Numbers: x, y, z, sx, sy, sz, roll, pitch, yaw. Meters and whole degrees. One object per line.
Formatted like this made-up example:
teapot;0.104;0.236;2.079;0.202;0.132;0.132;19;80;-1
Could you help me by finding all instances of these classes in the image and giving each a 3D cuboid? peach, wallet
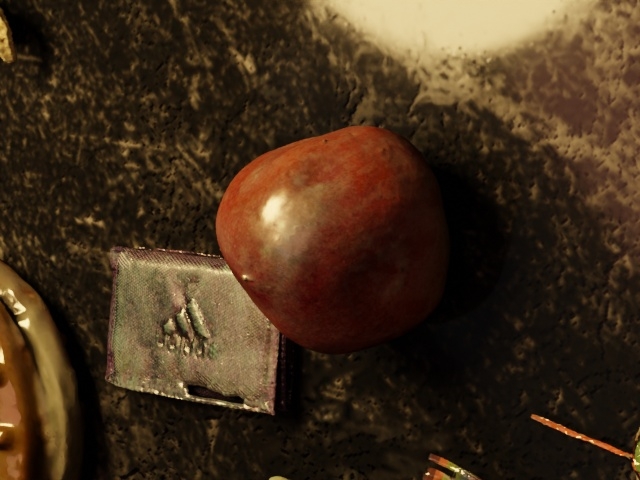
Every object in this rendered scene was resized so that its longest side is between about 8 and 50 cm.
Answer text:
peach;0.000;0.000;0.787;0.152;0.152;0.152;4;98;32
wallet;-0.092;0.065;0.920;0.166;0.030;0.111;6;94;30

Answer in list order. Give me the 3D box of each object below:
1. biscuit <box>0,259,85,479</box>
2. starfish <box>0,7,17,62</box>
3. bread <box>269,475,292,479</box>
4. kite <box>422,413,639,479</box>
biscuit;-0.338;0.152;1.042;0.332;0.103;0.332;3;97;32
starfish;-0.367;-0.224;1.042;0.299;0.060;0.302;-7;97;39
bread;-0.020;0.291;0.826;0.158;0.156;0.260;-23;83;30
kite;0.172;0.198;0.782;0.244;0.006;0.198;17;105;29
